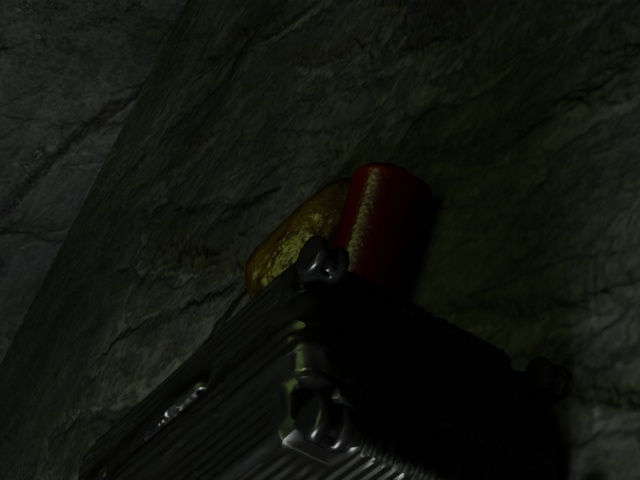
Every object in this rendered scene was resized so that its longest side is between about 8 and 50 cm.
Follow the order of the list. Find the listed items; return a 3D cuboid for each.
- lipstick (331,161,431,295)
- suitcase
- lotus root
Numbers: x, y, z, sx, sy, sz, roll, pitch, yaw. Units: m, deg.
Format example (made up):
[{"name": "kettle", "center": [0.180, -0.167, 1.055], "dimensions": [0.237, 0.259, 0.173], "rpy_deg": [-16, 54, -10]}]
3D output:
[{"name": "lipstick", "center": [0.034, 0.049, 0.940], "dimensions": [0.080, 0.080, 0.241], "rpy_deg": [-15, 53, 57]}, {"name": "suitcase", "center": [-0.015, 0.177, 0.729], "dimensions": [0.335, 0.229, 0.152], "rpy_deg": [-42, 32, 35]}, {"name": "lotus root", "center": [0.000, 0.000, 1.039], "dimensions": [0.191, 0.094, 0.108], "rpy_deg": [-55, 45, 7]}]
